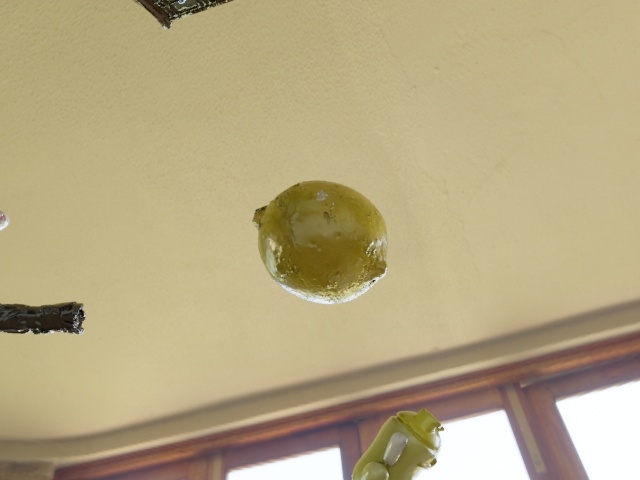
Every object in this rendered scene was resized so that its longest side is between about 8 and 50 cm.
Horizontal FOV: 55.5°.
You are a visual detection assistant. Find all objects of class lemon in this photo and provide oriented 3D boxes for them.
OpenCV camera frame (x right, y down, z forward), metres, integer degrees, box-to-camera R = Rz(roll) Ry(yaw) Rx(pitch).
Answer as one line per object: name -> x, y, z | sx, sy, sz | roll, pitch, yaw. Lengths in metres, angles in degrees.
lemon -> 0.000, 0.000, 0.850 | 0.207, 0.173, 0.173 | 18, -53, 3

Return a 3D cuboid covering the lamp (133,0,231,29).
lamp -> -0.155, -0.406, 0.911 | 0.326, 0.090, 0.089 | 4, -24, 43

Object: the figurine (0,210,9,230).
figurine -> -0.878, -0.045, 1.559 | 0.178, 0.130, 0.109 | 49, -23, -5

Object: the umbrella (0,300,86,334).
umbrella -> -0.585, 0.150, 1.192 | 0.236, 0.066, 0.059 | 2, -14, -2

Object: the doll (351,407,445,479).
doll -> 0.055, 0.228, 0.571 | 0.162, 0.062, 0.106 | -49, -27, -6
